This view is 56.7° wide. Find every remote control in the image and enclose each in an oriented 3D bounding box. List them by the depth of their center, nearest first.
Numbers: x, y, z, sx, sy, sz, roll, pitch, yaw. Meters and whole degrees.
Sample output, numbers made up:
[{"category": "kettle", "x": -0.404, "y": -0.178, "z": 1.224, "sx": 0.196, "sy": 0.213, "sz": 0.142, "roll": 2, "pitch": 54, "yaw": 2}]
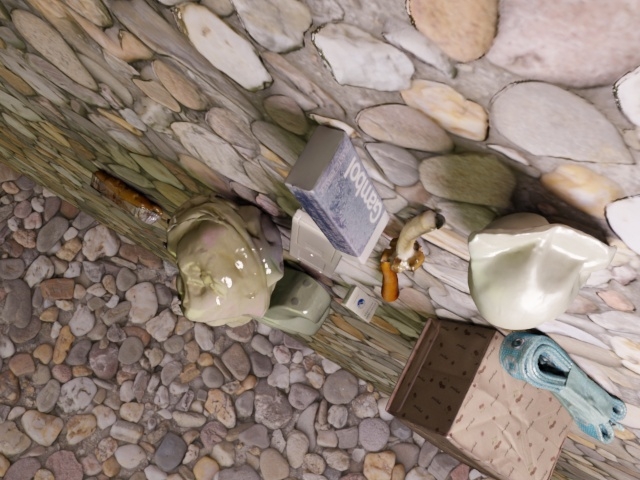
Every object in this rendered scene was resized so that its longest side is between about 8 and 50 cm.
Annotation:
[{"category": "remote control", "x": 0.000, "y": 0.000, "z": 1.087, "sx": 0.103, "sy": 0.055, "sz": 0.277, "roll": 31, "pitch": 166, "yaw": 3}]

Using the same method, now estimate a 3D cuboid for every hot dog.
[{"category": "hot dog", "x": -0.591, "y": -0.133, "z": 1.791, "sx": 0.253, "sy": 0.069, "sz": 0.131, "roll": 32, "pitch": 174, "yaw": 9}]

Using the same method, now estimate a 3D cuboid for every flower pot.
[{"category": "flower pot", "x": -0.142, "y": 0.119, "z": 1.536, "sx": 0.367, "sy": 0.164, "sz": 0.254, "roll": 28, "pitch": 159, "yaw": 16}]

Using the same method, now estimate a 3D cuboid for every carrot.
[{"category": "carrot", "x": 0.130, "y": 0.071, "z": 1.110, "sx": 0.037, "sy": 0.037, "sz": 0.190, "roll": 26, "pitch": 160, "yaw": 18}]

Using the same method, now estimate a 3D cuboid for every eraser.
[{"category": "eraser", "x": 0.031, "y": -0.053, "z": 0.792, "sx": 0.046, "sy": 0.092, "sz": 0.212, "roll": 21, "pitch": 163, "yaw": 32}]

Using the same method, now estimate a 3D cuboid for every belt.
[{"category": "belt", "x": 0.419, "y": 0.254, "z": 1.016, "sx": 0.302, "sy": 0.087, "sz": 0.072, "roll": 38, "pitch": 160, "yaw": -24}]

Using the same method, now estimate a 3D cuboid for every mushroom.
[{"category": "mushroom", "x": 0.132, "y": 0.003, "z": 0.845, "sx": 0.060, "sy": 0.061, "sz": 0.187, "roll": 35, "pitch": 161, "yaw": 7}]

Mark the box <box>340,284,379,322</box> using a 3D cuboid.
[{"category": "box", "x": 0.092, "y": 0.148, "z": 1.376, "sx": 0.083, "sy": 0.054, "sz": 0.024, "roll": 40, "pitch": 165, "yaw": -28}]

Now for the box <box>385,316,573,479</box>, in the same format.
[{"category": "box", "x": 0.323, "y": 0.326, "z": 1.173, "sx": 0.297, "sy": 0.225, "sz": 0.190, "roll": 37, "pitch": 162, "yaw": -23}]

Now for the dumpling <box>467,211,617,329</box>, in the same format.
[{"category": "dumpling", "x": 0.237, "y": 0.031, "z": 0.648, "sx": 0.151, "sy": 0.124, "sz": 0.229, "roll": -12, "pitch": 157, "yaw": 13}]

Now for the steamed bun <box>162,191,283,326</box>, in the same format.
[{"category": "steamed bun", "x": -0.167, "y": 0.034, "z": 1.231, "sx": 0.207, "sy": 0.268, "sz": 0.280, "roll": -14, "pitch": 162, "yaw": 19}]
